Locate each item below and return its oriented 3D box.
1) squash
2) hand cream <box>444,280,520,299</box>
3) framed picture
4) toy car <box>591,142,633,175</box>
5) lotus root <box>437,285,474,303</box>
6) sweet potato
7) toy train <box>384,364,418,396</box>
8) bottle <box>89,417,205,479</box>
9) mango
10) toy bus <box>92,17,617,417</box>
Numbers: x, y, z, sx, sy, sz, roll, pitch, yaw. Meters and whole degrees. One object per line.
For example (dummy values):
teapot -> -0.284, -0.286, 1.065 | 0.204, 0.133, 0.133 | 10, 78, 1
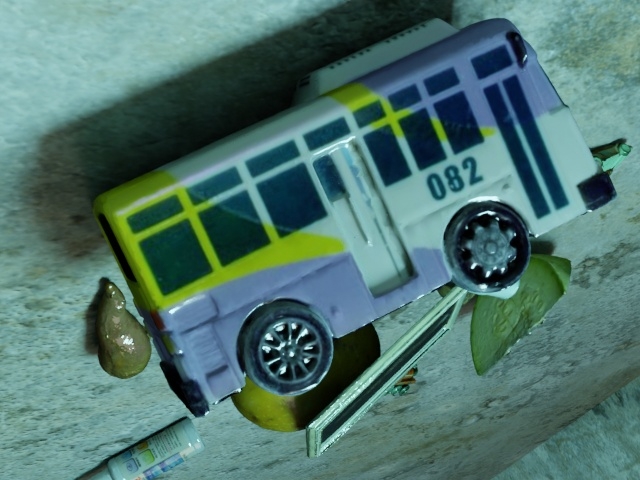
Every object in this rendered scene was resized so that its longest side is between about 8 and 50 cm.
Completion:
squash -> 0.355, 0.099, 1.944 | 0.155, 0.204, 0.237 | 16, 133, -31
hand cream -> 0.133, 0.018, 1.554 | 0.331, 0.058, 0.085 | 18, 135, -35
framed picture -> 0.091, 0.176, 1.579 | 0.293, 0.018, 0.231 | -43, 166, -13
toy car -> 0.408, -0.114, 1.716 | 0.122, 0.035, 0.059 | -26, 159, -36
lotus root -> 0.207, 0.039, 1.719 | 0.089, 0.080, 0.179 | -37, 161, -21
sweet potato -> -0.226, 0.115, 1.355 | 0.068, 0.068, 0.226 | -24, 156, -16
toy train -> 0.140, 0.246, 2.124 | 0.064, 0.044, 0.103 | -52, 151, 20
bottle -> -0.281, 0.340, 1.768 | 0.217, 0.060, 0.060 | -27, 157, -8
mango -> -0.008, 0.171, 1.626 | 0.176, 0.176, 0.329 | 1, 178, 33
toy bus -> 0.025, -0.036, 1.109 | 0.439, 0.249, 0.209 | -26, -174, -12
